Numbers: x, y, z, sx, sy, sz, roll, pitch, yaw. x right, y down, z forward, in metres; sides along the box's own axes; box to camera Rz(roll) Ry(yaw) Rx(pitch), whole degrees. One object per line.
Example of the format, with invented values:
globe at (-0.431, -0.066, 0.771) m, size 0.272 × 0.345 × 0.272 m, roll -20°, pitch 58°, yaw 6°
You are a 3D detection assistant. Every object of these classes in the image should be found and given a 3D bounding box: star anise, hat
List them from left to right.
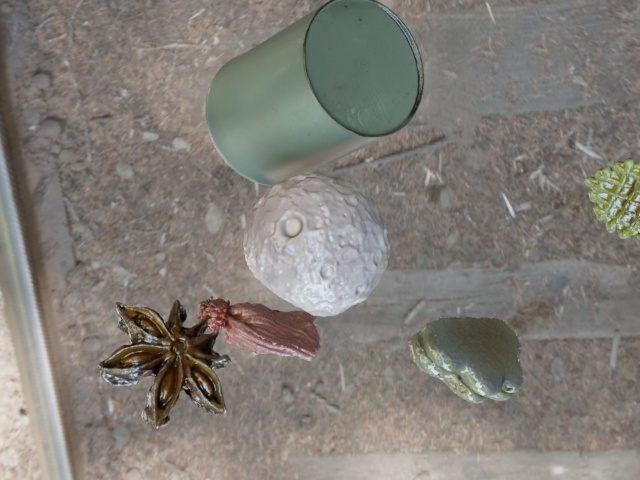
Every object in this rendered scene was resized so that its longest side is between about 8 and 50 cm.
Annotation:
star anise at (-0.255, 0.209, 1.316) m, size 0.214 × 0.220 × 0.099 m, roll -3°, pitch 154°, yaw -8°
hat at (-0.142, 0.199, 1.814) m, size 0.286 × 0.237 × 0.107 m, roll 14°, pitch 101°, yaw -8°

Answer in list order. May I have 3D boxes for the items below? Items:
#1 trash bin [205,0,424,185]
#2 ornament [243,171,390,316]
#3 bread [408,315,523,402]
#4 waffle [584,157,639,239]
trash bin at (-0.030, -0.267, 1.503) m, size 0.280 × 0.280 × 0.432 m, roll 52°, pitch 152°, yaw -14°
ornament at (0.000, 0.000, 1.392) m, size 0.259 × 0.259 × 0.225 m, roll 33°, pitch 95°, yaw -7°
bread at (0.336, 0.260, 1.708) m, size 0.102 × 0.337 × 0.183 m, roll -46°, pitch 57°, yaw 32°
waffle at (0.575, -0.073, 1.440) m, size 0.169 × 0.036 × 0.183 m, roll -19°, pitch 119°, yaw 42°
